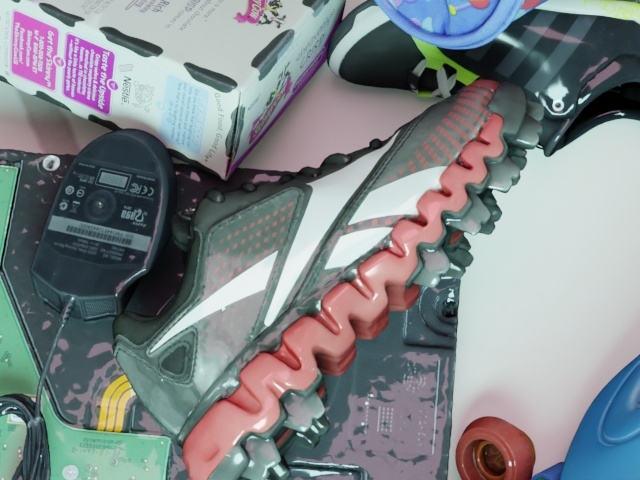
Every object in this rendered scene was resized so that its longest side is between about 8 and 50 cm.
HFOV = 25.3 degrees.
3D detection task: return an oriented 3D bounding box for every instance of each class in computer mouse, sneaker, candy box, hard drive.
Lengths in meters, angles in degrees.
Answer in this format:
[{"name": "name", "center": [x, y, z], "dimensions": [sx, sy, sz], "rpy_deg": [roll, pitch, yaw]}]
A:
[{"name": "computer mouse", "center": [-0.134, 0.053, 0.772], "dimensions": [0.071, 0.041, 0.242], "rpy_deg": [15, 77, 17]}, {"name": "sneaker", "center": [0.121, -0.100, 0.859], "dimensions": [0.235, 0.084, 0.097], "rpy_deg": [-2, 70, 1]}, {"name": "candy box", "center": [-0.119, -0.146, 0.862], "dimensions": [0.233, 0.071, 0.159], "rpy_deg": [24, 44, 12]}, {"name": "hard drive", "center": [-0.093, 0.072, 0.811], "dimensions": [0.339, 0.064, 0.236], "rpy_deg": [4, 69, 3]}, {"name": "sneaker", "center": [0.000, 0.000, 0.749], "dimensions": [0.135, 0.097, 0.276], "rpy_deg": [40, 77, 13]}]

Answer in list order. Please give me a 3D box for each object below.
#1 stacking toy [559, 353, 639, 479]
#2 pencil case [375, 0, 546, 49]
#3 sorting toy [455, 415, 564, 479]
[{"name": "stacking toy", "center": [0.286, 0.162, 0.726], "dimensions": [0.302, 0.166, 0.175], "rpy_deg": [40, 43, -2]}, {"name": "pencil case", "center": [0.132, -0.215, 0.824], "dimensions": [0.133, 0.119, 0.306], "rpy_deg": [21, 40, 32]}, {"name": "sorting toy", "center": [0.118, 0.140, 0.789], "dimensions": [0.042, 0.061, 0.102], "rpy_deg": [-12, 70, -48]}]
